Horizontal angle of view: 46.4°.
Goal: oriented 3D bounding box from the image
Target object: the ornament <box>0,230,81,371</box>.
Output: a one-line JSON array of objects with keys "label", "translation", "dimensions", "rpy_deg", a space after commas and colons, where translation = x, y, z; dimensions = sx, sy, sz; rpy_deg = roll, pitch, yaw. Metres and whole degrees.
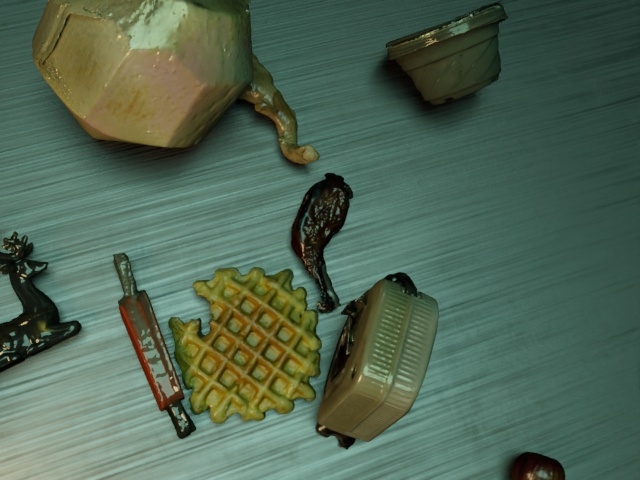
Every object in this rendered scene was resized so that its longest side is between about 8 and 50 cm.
[{"label": "ornament", "translation": [-0.521, 0.086, 1.187], "dimensions": [0.202, 0.080, 0.236], "rpy_deg": [-26, 83, -18]}]

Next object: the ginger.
[{"label": "ginger", "translation": [-0.098, -0.247, 1.352], "dimensions": [0.089, 0.075, 0.288], "rpy_deg": [-23, 74, -38]}]

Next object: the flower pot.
[{"label": "flower pot", "translation": [0.244, -0.338, 1.381], "dimensions": [0.235, 0.235, 0.140], "rpy_deg": [-26, 104, -15]}]

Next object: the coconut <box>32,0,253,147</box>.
[{"label": "coconut", "translation": [-0.292, -0.311, 1.228], "dimensions": [0.353, 0.352, 0.352], "rpy_deg": [3, 74, -9]}]

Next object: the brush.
[{"label": "brush", "translation": [-0.279, 0.168, 1.211], "dimensions": [0.051, 0.070, 0.323], "rpy_deg": [-20, 76, -16]}]

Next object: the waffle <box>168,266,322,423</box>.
[{"label": "waffle", "translation": [-0.118, 0.168, 1.244], "dimensions": [0.250, 0.056, 0.261], "rpy_deg": [-10, 75, -12]}]

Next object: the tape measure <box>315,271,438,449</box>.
[{"label": "tape measure", "translation": [0.081, 0.182, 1.194], "dimensions": [0.133, 0.271, 0.231], "rpy_deg": [20, 57, -2]}]

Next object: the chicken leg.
[{"label": "chicken leg", "translation": [0.000, 0.000, 1.314], "dimensions": [0.106, 0.051, 0.253], "rpy_deg": [9, 76, -13]}]

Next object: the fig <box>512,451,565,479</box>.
[{"label": "fig", "translation": [0.354, 0.418, 1.244], "dimensions": [0.089, 0.089, 0.125], "rpy_deg": [17, 86, -5]}]
